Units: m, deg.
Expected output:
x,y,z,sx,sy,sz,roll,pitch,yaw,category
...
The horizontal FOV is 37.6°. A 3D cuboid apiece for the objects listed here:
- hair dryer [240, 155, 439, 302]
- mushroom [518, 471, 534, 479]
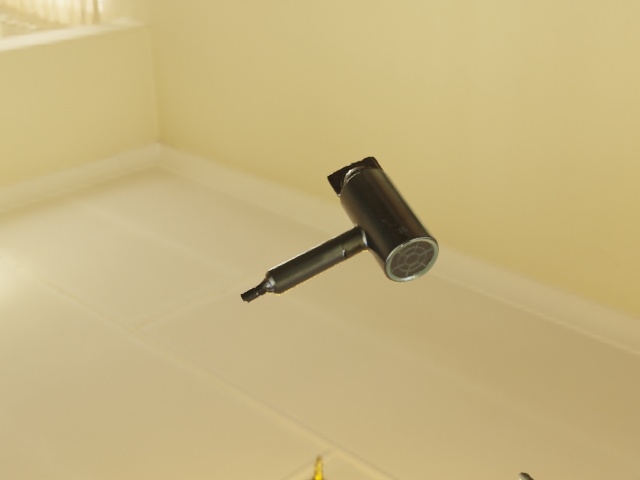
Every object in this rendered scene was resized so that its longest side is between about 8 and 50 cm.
x,y,z,sx,sy,sz,roll,pitch,yaw,category
0.000,0.000,1.213,0.248,0.078,0.195,-26,-131,-6,hair dryer
0.249,0.208,0.590,0.068,0.043,0.306,-29,-145,-19,mushroom
